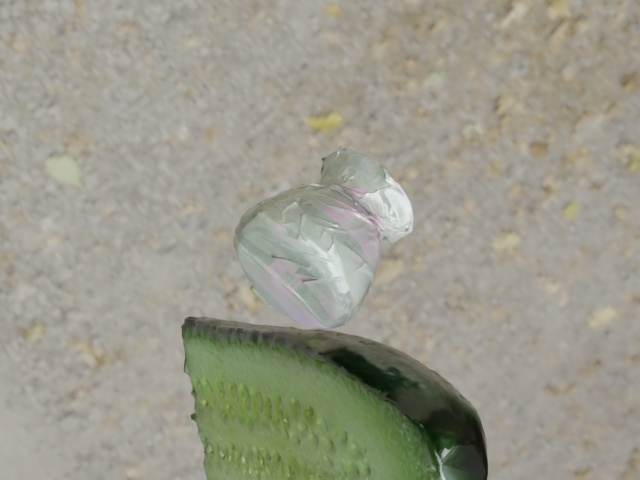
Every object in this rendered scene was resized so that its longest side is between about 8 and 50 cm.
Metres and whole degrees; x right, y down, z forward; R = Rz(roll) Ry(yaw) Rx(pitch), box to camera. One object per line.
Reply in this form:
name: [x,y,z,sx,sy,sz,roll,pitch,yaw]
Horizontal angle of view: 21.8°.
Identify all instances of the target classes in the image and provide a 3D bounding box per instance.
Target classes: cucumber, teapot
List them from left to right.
teapot: [0.000,0.000,0.722,0.064,0.064,0.083,-46,-175,-30]
cucumber: [0.012,0.091,0.781,0.063,0.244,0.115,-18,101,-25]
